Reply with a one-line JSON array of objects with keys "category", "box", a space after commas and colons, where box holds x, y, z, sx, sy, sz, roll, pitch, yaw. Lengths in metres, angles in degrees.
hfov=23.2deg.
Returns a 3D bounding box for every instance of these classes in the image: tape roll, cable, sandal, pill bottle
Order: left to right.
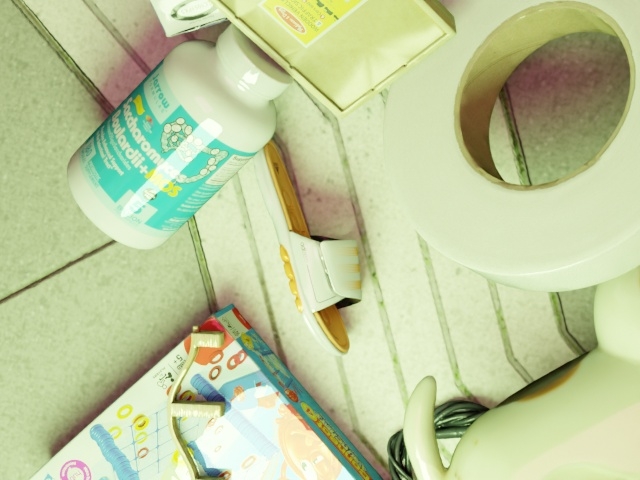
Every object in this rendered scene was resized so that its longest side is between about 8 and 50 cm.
[{"category": "pill bottle", "box": [-0.149, -0.121, 1.719, 0.146, 0.146, 0.264, 48, 114, 3]}, {"category": "sandal", "box": [-0.003, 0.000, 1.751, 0.076, 0.102, 0.265, -20, 90, 15]}, {"category": "cable", "box": [0.165, 0.258, 1.773, 0.184, 0.047, 0.150, 24, 99, 8]}, {"category": "tape roll", "box": [0.244, -0.140, 1.604, 0.392, 0.072, 0.392, -14, 65, 32]}]

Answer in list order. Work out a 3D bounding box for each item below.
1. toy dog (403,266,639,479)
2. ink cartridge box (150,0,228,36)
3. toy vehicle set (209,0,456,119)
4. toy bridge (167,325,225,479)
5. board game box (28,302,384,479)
[{"category": "toy dog", "box": [0.331, 0.174, 1.639, 0.395, 0.284, 0.408, 33, 96, 16]}, {"category": "ink cartridge box", "box": [-0.091, -0.389, 1.624, 0.270, 0.151, 0.395, -16, 128, 11]}, {"category": "toy vehicle set", "box": [-0.004, -0.258, 1.621, 0.166, 0.035, 0.267, -34, 124, 24]}, {"category": "toy bridge", "box": [-0.139, 0.188, 1.745, 0.063, 0.026, 0.188, 1, 95, 12]}, {"category": "board game box", "box": [-0.125, 0.288, 1.810, 0.308, 0.086, 0.302, -42, 87, 12]}]
